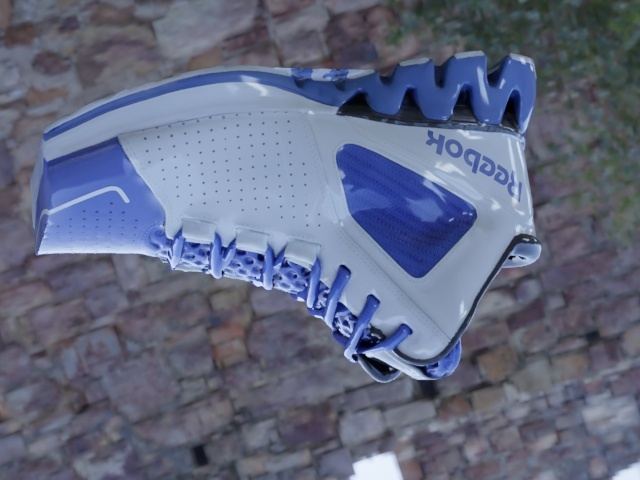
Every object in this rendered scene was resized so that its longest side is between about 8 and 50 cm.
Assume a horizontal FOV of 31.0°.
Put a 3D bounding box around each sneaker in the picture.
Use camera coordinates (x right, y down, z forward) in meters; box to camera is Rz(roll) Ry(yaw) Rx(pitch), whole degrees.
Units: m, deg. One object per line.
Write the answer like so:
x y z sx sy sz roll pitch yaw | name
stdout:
0.001 0.000 0.663 0.315 0.182 0.127 -9 169 -16 | sneaker
